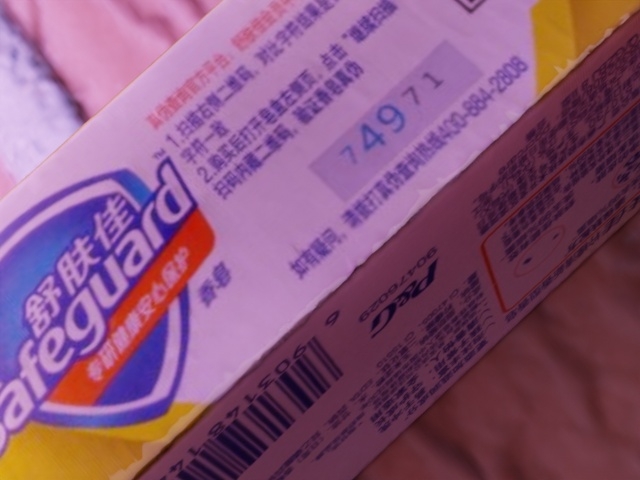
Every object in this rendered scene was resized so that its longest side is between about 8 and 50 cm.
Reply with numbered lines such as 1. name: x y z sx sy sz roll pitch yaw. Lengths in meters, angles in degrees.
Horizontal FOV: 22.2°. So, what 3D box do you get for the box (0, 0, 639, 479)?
1. box: 0.000 0.000 0.526 0.265 0.168 0.097 -43 69 -3
